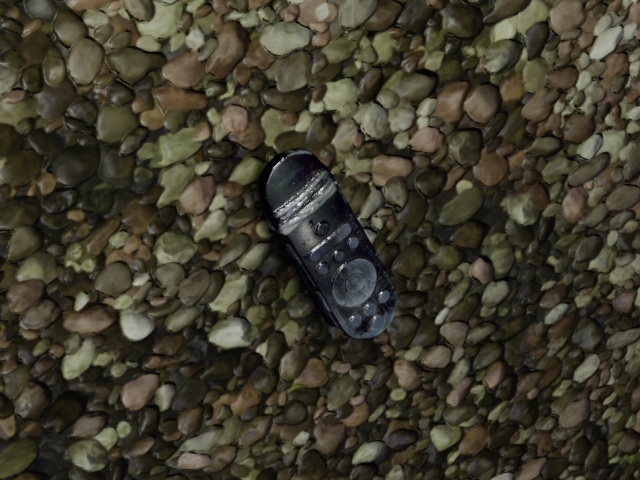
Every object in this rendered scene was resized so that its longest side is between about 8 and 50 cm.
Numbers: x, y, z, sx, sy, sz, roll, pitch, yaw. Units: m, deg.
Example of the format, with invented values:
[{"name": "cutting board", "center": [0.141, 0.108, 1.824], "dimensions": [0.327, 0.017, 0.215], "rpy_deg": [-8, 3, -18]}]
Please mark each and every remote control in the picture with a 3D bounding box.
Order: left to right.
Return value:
[{"name": "remote control", "center": [0.000, 0.000, 2.072], "dimensions": [0.090, 0.066, 0.266], "rpy_deg": [-43, 130, -17]}]
